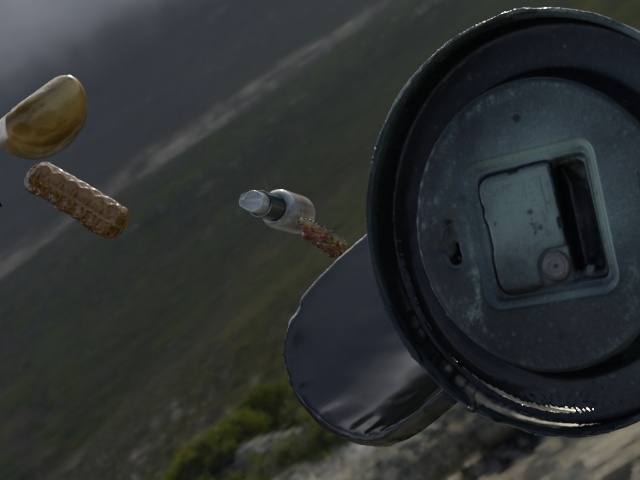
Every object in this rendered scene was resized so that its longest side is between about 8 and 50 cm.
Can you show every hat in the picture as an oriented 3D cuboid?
[{"bbox_3d":[0.165,0.102,1.464,0.366,0.257,0.381,20,71,46],"label":"hat"}]

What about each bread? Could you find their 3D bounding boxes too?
[{"bbox_3d":[-0.329,-0.054,1.726,0.052,0.157,0.044,-63,-8,22],"label":"bread"},{"bbox_3d":[-0.424,-0.179,1.956,0.147,0.098,0.217,-35,10,-13],"label":"bread"}]

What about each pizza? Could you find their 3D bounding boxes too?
[{"bbox_3d":[0.011,0.010,1.932,0.029,0.100,0.099,-52,-31,-11],"label":"pizza"}]

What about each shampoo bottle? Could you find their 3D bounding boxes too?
[{"bbox_3d":[-0.076,-0.058,2.290,0.074,0.074,0.192,-30,-19,18],"label":"shampoo bottle"}]

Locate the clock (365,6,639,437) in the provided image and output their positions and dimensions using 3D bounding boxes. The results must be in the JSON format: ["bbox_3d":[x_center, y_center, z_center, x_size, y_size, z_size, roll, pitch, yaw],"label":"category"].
[{"bbox_3d":[0.213,-0.016,1.153,0.386,0.386,0.076,-26,-13,37],"label":"clock"}]

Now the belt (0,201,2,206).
[{"bbox_3d":[-0.491,-0.063,1.627,0.126,0.139,0.230,-14,36,-28],"label":"belt"}]
